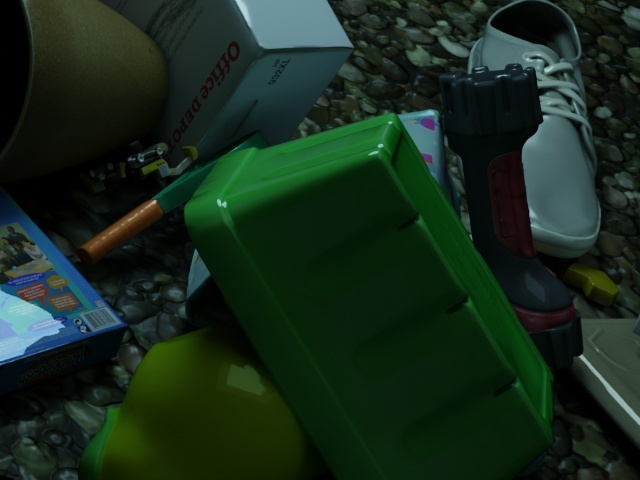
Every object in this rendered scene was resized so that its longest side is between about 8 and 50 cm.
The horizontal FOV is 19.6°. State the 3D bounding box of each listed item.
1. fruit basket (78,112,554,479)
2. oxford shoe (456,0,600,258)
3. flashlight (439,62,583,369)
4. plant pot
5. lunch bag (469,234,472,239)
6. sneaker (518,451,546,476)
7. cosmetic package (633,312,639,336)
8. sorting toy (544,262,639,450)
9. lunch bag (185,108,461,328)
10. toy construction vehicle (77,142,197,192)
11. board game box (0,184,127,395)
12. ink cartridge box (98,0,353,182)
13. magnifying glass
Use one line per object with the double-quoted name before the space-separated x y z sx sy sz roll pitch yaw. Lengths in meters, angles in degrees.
"fruit basket" -0.025 0.116 1.590 0.392 0.392 0.283 24 17 0
"oxford shoe" 0.254 -0.147 2.200 0.169 0.130 0.449 17 37 -12
"flashlight" 0.197 -0.022 1.852 0.103 0.304 0.103 -15 16 -27
"plant pot" -0.279 -0.161 1.854 0.254 0.237 0.237 3 38 -52
"lunch bag" 0.156 0.032 1.973 0.071 0.053 0.083 -12 58 -37
"sneaker" 0.143 0.168 1.794 0.166 0.065 0.076 31 19 4
"cosmetic package" 0.503 0.024 2.058 0.217 0.156 0.385 31 29 10
"sorting toy" 0.347 0.127 1.978 0.229 0.041 0.307 -3 37 -35
"lunch bag" 0.000 0.000 1.828 0.262 0.160 0.223 -9 35 11
"toy construction vehicle" -0.185 -0.073 1.894 0.098 0.086 0.035 -25 99 -40
"board game box" -0.302 0.044 1.692 0.160 0.047 0.210 -16 52 -42
"ink cartridge box" -0.123 -0.246 1.974 0.129 0.223 0.307 -7 58 -38
"magnifying glass" -0.145 -0.044 1.843 0.231 0.092 0.026 -34 99 -27
